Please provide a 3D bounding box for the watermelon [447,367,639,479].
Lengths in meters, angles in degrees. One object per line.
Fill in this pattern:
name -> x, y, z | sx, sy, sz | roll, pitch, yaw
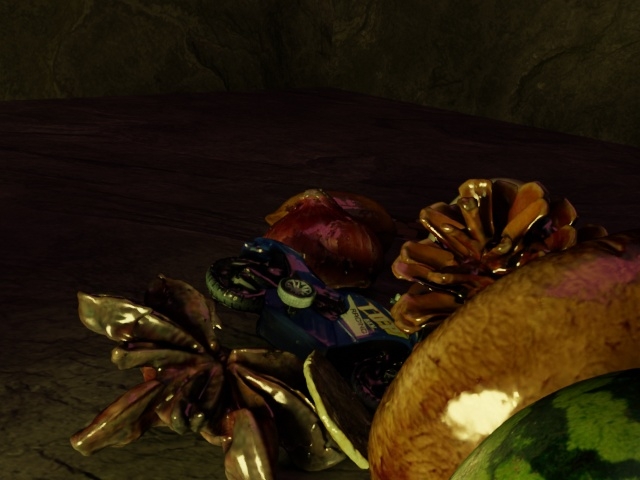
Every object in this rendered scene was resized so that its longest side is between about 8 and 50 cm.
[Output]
watermelon -> 0.174, 0.203, 0.442 | 0.285, 0.285, 0.285 | 5, 16, -1

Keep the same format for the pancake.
pancake -> 0.020, 0.155, 0.877 | 0.023, 0.116, 0.129 | -36, -9, 8

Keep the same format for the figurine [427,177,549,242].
figurine -> 0.313, 0.077, 1.168 | 0.275, 0.226, 0.394 | 29, 5, -39

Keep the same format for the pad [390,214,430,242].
pad -> 0.209, -0.013, 1.693 | 0.235, 0.003, 0.158 | 10, 17, 17

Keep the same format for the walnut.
walnut -> 0.017, -0.021, 1.453 | 0.207, 0.115, 0.116 | 9, 16, -6

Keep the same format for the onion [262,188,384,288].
onion -> 0.000, 0.000, 1.326 | 0.184, 0.146, 0.184 | -2, 3, 0

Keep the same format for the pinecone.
pinecone -> 0.184, 0.055, 0.960 | 0.264, 0.264, 0.264 | 5, 16, -1

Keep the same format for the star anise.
star anise -> -0.104, 0.135, 0.861 | 0.283, 0.129, 0.212 | 24, 19, 0

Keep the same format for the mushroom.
mushroom -> 0.208, 0.124, 0.703 | 0.239, 0.345, 0.345 | 48, 29, 11

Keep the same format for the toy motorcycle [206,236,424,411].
toy motorcycle -> 0.010, 0.091, 1.061 | 0.315, 0.113, 0.169 | 34, 31, 28
